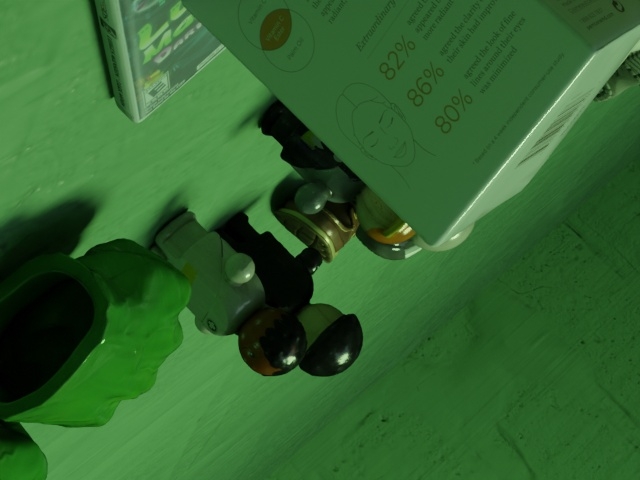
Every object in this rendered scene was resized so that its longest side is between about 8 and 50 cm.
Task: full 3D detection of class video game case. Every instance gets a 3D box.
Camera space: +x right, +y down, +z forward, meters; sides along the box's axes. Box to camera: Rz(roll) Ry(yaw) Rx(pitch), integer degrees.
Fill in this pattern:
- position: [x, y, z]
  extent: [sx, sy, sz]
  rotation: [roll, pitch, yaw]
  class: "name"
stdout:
- position: [-0.032, -0.152, 0.820]
  extent: [0.190, 0.022, 0.173]
  rotation: [-42, 170, -13]
  class: "video game case"

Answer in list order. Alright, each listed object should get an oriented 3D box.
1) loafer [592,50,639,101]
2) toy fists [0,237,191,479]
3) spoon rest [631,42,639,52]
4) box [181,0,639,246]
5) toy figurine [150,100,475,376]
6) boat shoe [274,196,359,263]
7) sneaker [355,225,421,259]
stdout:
- position: [0.290, -0.197, 1.597]
  extent: [0.087, 0.094, 0.251]
  rotation: [-46, -165, -11]
  class: "loafer"
- position: [-0.197, 0.105, 1.014]
  extent: [0.279, 0.096, 0.142]
  rotation: [-45, 161, 10]
  class: "toy fists"
- position: [0.303, -0.263, 1.455]
  extent: [0.276, 0.084, 0.137]
  rotation: [-51, 154, -46]
  class: "spoon rest"
- position: [0.046, -0.108, 0.751]
  extent: [0.091, 0.170, 0.130]
  rotation: [-31, 163, -51]
  class: "box"
- position: [0.000, 0.000, 1.216]
  extent: [0.213, 0.148, 0.209]
  rotation: [-46, 170, 10]
  class: "toy figurine"
- position: [0.003, -0.021, 1.412]
  extent: [0.060, 0.064, 0.178]
  rotation: [-50, 177, -1]
  class: "boat shoe"
- position: [0.114, -0.087, 1.566]
  extent: [0.228, 0.086, 0.132]
  rotation: [-49, 171, -43]
  class: "sneaker"
